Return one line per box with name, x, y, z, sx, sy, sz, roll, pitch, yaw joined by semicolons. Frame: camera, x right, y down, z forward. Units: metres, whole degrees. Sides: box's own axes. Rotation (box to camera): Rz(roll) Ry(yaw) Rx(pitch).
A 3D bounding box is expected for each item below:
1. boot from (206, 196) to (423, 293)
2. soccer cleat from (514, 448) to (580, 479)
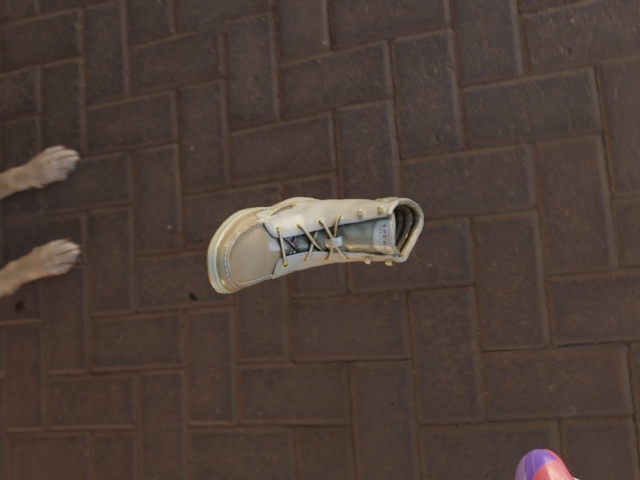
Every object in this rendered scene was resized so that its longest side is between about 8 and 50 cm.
boot;0.000;0.000;0.739;0.165;0.213;0.077;2;108;32
soccer cleat;0.155;0.278;0.520;0.095;0.083;0.248;4;64;-3
